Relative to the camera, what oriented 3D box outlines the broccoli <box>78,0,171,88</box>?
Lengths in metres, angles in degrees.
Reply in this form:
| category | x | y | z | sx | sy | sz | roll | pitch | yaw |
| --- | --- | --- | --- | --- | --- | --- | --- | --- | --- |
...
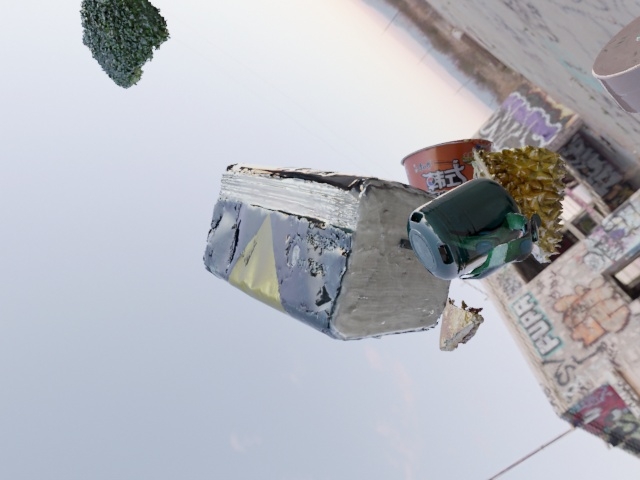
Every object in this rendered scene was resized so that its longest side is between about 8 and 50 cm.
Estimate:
| category | x | y | z | sx | sy | sz | roll | pitch | yaw |
| --- | --- | --- | --- | --- | --- | --- | --- | --- | --- |
| broccoli | -0.384 | -0.428 | 1.047 | 0.194 | 0.220 | 0.194 | 15 | -154 | -8 |

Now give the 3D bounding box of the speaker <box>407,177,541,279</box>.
| category | x | y | z | sx | sy | sz | roll | pitch | yaw |
| --- | --- | --- | --- | --- | --- | --- | --- | --- | --- |
| speaker | 0.115 | -0.001 | 0.366 | 0.094 | 0.075 | 0.060 | 51 | 166 | 49 |

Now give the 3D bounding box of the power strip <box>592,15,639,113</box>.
| category | x | y | z | sx | sy | sz | roll | pitch | yaw |
| --- | --- | --- | --- | --- | --- | --- | --- | --- | --- |
| power strip | 0.453 | -0.249 | 0.672 | 0.078 | 0.154 | 0.154 | 41 | -155 | -16 |

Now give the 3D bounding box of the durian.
| category | x | y | z | sx | sy | sz | roll | pitch | yaw |
| --- | --- | --- | --- | --- | --- | --- | --- | --- | --- |
| durian | 0.445 | -0.055 | 1.065 | 0.305 | 0.185 | 0.196 | 55 | -151 | -41 |

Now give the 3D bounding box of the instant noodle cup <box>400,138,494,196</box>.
| category | x | y | z | sx | sy | sz | roll | pitch | yaw |
| --- | --- | --- | --- | --- | --- | --- | --- | --- | --- |
| instant noodle cup | 0.353 | -0.142 | 1.340 | 0.250 | 0.250 | 0.192 | -1 | -100 | -53 |

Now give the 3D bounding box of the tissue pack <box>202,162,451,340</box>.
| category | x | y | z | sx | sy | sz | roll | pitch | yaw |
| --- | --- | --- | --- | --- | --- | --- | --- | --- | --- |
| tissue pack | 0.000 | 0.000 | 0.912 | 0.264 | 0.253 | 0.416 | 7 | -173 | -41 |

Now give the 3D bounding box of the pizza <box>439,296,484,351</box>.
| category | x | y | z | sx | sy | sz | roll | pitch | yaw |
| --- | --- | --- | --- | --- | --- | --- | --- | --- | --- |
| pizza | 0.396 | 0.227 | 1.381 | 0.069 | 0.194 | 0.154 | 19 | -110 | -11 |
